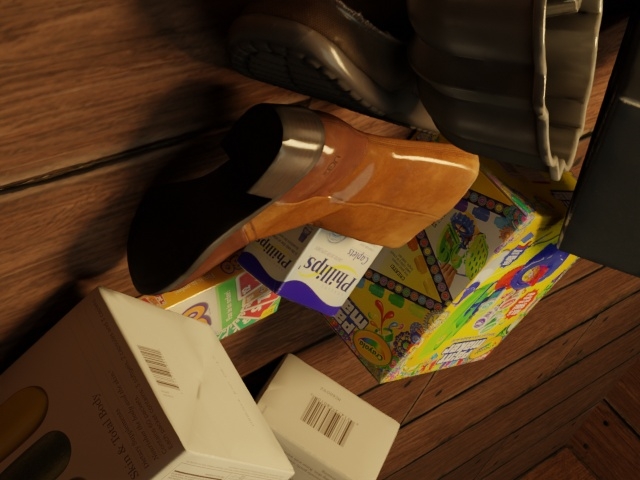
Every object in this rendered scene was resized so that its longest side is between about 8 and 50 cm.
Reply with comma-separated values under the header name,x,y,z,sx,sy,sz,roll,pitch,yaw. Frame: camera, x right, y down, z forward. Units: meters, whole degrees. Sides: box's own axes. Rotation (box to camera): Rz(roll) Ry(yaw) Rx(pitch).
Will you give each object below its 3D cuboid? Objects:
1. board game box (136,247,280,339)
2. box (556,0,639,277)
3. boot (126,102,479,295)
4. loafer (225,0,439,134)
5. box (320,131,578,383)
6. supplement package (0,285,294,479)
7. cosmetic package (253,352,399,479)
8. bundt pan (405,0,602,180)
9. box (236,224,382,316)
name,x,y,z,sx,sy,sz,roll,pitch,yaw
board game box,-0.144,0.082,1.313,0.259,0.039,0.124,-23,150,-32
box,0.438,-0.182,1.328,0.293,0.212,0.395,95,16,-59
boot,-0.019,-0.027,1.151,0.280,0.096,0.264,7,134,-47
loafer,0.031,-0.180,1.038,0.366,0.134,0.130,1,107,-71
box,0.174,0.010,1.508,0.279,0.177,0.290,-51,156,24
supplement package,-0.212,0.219,1.175,0.262,0.199,0.198,-41,150,12
cosmetic package,-0.070,0.362,1.675,0.365,0.197,0.155,-56,180,35
bundt pan,0.155,-0.218,0.986,0.331,0.124,0.331,5,90,-71
box,0.000,0.000,1.290,0.137,0.072,0.126,-55,146,6
